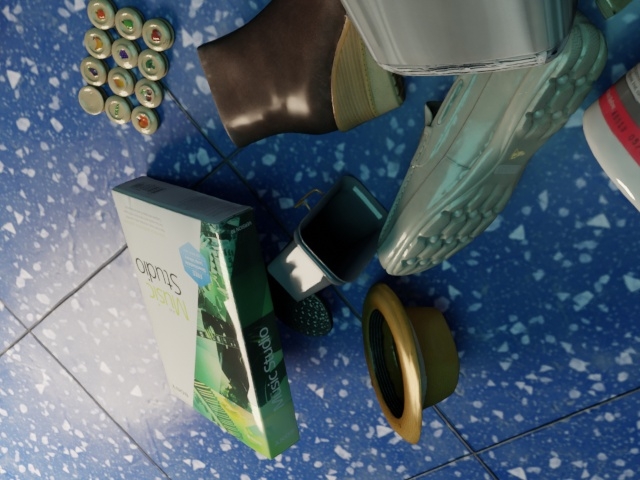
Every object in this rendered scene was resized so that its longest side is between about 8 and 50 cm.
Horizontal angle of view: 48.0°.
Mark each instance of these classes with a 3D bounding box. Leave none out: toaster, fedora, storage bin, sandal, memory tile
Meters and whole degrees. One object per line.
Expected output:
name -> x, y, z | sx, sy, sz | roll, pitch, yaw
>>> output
toaster -> 0.114, -0.220, 0.564 | 0.227, 0.129, 0.146 | 2, 146, 27
fedora -> 0.109, 0.137, 0.840 | 0.079, 0.194, 0.194 | -12, 117, -14
storage bin -> 0.000, 0.000, 0.806 | 0.098, 0.135, 0.091 | 47, 133, -7
sandal -> -0.054, 0.060, 0.915 | 0.179, 0.040, 0.067 | 28, 119, 23
memory tile -> -0.234, -0.205, 0.854 | 0.113, 0.012, 0.148 | 24, 123, 9

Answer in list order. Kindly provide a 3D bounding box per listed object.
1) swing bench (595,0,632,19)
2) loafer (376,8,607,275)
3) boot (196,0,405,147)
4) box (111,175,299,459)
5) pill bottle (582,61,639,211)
swing bench -> 0.256, -0.324, 0.484 | 0.165, 0.254, 0.253 | -38, 103, -7
loafer -> 0.147, -0.095, 0.716 | 0.319, 0.112, 0.111 | -56, 51, 31
boot -> -0.040, -0.218, 0.723 | 0.206, 0.090, 0.248 | -8, 117, 23
box -> -0.143, 0.092, 0.895 | 0.232, 0.058, 0.322 | 17, 127, 45
pill bottle -> 0.379, -0.141, 0.546 | 0.176, 0.176, 0.318 | 42, 124, -4
